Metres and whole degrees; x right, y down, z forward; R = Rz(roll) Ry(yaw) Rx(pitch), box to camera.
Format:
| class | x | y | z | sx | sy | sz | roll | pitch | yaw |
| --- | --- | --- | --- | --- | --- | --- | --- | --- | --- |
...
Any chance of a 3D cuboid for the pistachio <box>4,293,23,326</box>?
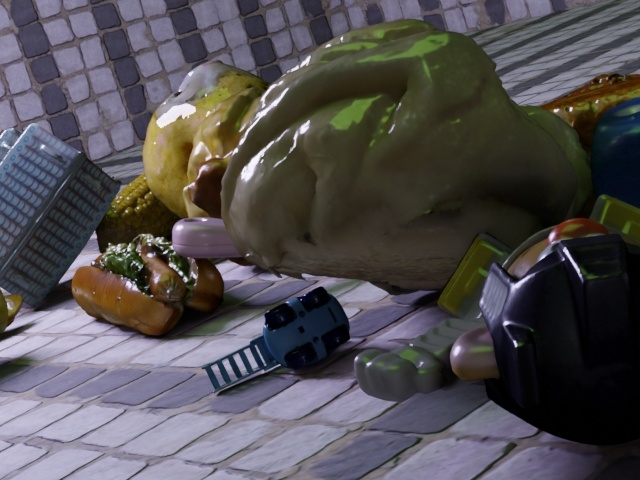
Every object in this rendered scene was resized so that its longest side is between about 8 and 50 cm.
| class | x | y | z | sx | sy | sz | roll | pitch | yaw |
| --- | --- | --- | --- | --- | --- | --- | --- | --- | --- |
| pistachio | -0.483 | 0.121 | 1.860 | 0.173 | 0.049 | 0.089 | -21 | 36 | -23 |

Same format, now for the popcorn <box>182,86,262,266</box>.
| class | x | y | z | sx | sy | sz | roll | pitch | yaw |
| --- | --- | --- | --- | --- | --- | --- | --- | --- | --- |
| popcorn | -0.021 | -0.096 | 1.778 | 0.332 | 0.225 | 0.265 | -12 | -1 | -43 |

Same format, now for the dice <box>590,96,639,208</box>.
| class | x | y | z | sx | sy | sz | roll | pitch | yaw |
| --- | --- | --- | --- | --- | --- | --- | --- | --- | --- |
| dice | 0.320 | -0.056 | 1.193 | 0.146 | 0.146 | 0.143 | -12 | 15 | 29 |

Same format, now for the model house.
| class | x | y | z | sx | sy | sz | roll | pitch | yaw |
| --- | --- | --- | --- | --- | --- | --- | --- | --- | --- |
| model house | -0.432 | -0.045 | 2.038 | 0.224 | 0.198 | 0.215 | -54 | 21 | -6 |

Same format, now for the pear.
| class | x | y | z | sx | sy | sz | roll | pitch | yaw |
| --- | --- | --- | --- | --- | --- | --- | --- | --- | --- |
| pear | -0.136 | -0.135 | 2.099 | 0.271 | 0.271 | 0.271 | -17 | 11 | 4 |

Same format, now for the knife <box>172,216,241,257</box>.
| class | x | y | z | sx | sy | sz | roll | pitch | yaw |
| --- | --- | --- | --- | --- | --- | --- | --- | --- | --- |
| knife | -0.001 | -0.001 | 1.565 | 0.335 | 0.043 | 0.081 | 1 | 9 | -1 |

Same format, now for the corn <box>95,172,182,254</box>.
| class | x | y | z | sx | sy | sz | roll | pitch | yaw |
| --- | --- | --- | --- | --- | --- | --- | --- | --- | --- |
| corn | -0.256 | -0.064 | 2.219 | 0.119 | 0.119 | 0.322 | -11 | 14 | 33 |

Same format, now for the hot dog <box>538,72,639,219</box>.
| class | x | y | z | sx | sy | sz | roll | pitch | yaw |
| --- | --- | --- | --- | --- | --- | --- | --- | --- | --- |
| hot dog | 0.288 | -0.090 | 1.367 | 0.256 | 0.150 | 0.153 | -14 | 3 | 26 |

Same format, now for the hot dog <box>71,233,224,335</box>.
| class | x | y | z | sx | sy | sz | roll | pitch | yaw |
| --- | --- | --- | --- | --- | --- | --- | --- | --- | --- |
| hot dog | -0.214 | 0.044 | 1.670 | 0.135 | 0.100 | 0.337 | -22 | 11 | -21 |

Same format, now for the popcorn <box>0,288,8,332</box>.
| class | x | y | z | sx | sy | sz | roll | pitch | yaw |
| --- | --- | --- | --- | --- | --- | --- | --- | --- | --- |
| popcorn | -0.540 | 0.120 | 1.655 | 0.225 | 0.174 | 0.286 | -18 | 8 | 42 |

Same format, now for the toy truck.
| class | x | y | z | sx | sy | sz | roll | pitch | yaw |
| --- | --- | --- | --- | --- | --- | --- | --- | --- | --- |
| toy truck | -0.040 | 0.096 | 1.265 | 0.136 | 0.063 | 0.074 | -24 | -7 | -18 |

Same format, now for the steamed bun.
| class | x | y | z | sx | sy | sz | roll | pitch | yaw |
| --- | --- | --- | --- | --- | --- | --- | --- | --- | --- |
| steamed bun | 0.077 | -0.073 | 1.220 | 0.324 | 0.230 | 0.372 | 0 | -9 | 19 |

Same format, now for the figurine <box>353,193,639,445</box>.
| class | x | y | z | sx | sy | sz | roll | pitch | yaw |
| --- | --- | --- | --- | --- | --- | --- | --- | --- | --- |
| figurine | 0.178 | 0.050 | 0.914 | 0.308 | 0.143 | 0.308 | -36 | 7 | 5 |

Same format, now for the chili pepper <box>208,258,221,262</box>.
| class | x | y | z | sx | sy | sz | roll | pitch | yaw |
| --- | --- | --- | --- | --- | --- | --- | --- | --- | --- |
| chili pepper | -0.188 | 0.023 | 1.887 | 0.201 | 0.050 | 0.052 | -19 | 48 | -13 |
